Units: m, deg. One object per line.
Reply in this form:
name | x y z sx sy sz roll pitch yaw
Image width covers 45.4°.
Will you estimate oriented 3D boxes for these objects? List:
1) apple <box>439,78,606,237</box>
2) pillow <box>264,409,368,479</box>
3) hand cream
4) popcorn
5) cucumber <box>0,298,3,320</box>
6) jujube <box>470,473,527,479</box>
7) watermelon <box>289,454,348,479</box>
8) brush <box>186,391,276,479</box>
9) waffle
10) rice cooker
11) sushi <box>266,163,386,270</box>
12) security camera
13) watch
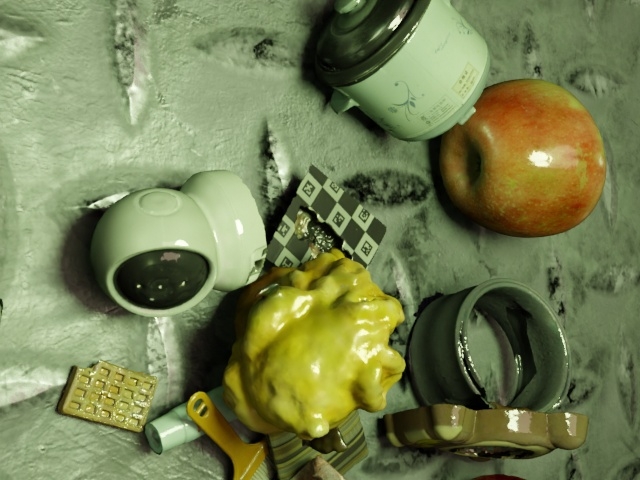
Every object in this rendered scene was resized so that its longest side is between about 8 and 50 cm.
apple | 0.387 -0.155 1.504 0.277 0.319 0.319 -15 95 -16
pillow | -0.005 0.337 1.319 0.208 0.052 0.212 -29 113 -40
hand cream | -0.132 0.255 1.249 0.331 0.058 0.085 -18 83 -41
popcorn | -0.025 0.152 1.159 0.297 0.316 0.281 -39 132 -11
cucumber | -0.461 0.178 0.998 0.077 0.077 0.265 7 84 -36
jujube | 0.358 0.579 1.496 0.212 0.213 0.232 -6 95 -36
watermelon | -0.026 0.465 1.225 0.318 0.148 0.226 -9 77 0
brush | -0.139 0.321 1.205 0.103 0.013 0.272 -54 136 -27
waffle | -0.312 0.228 1.134 0.135 0.021 0.092 28 72 -33
rice cooker | 0.138 -0.336 1.364 0.316 0.264 0.317 -8 126 -11
sushi | 0.000 0.000 1.362 0.215 0.050 0.192 39 68 -33
security camera | -0.220 0.006 1.120 0.236 0.194 0.195 -16 96 -33
watch | 0.307 0.236 1.458 0.335 0.314 0.327 14 66 -24
